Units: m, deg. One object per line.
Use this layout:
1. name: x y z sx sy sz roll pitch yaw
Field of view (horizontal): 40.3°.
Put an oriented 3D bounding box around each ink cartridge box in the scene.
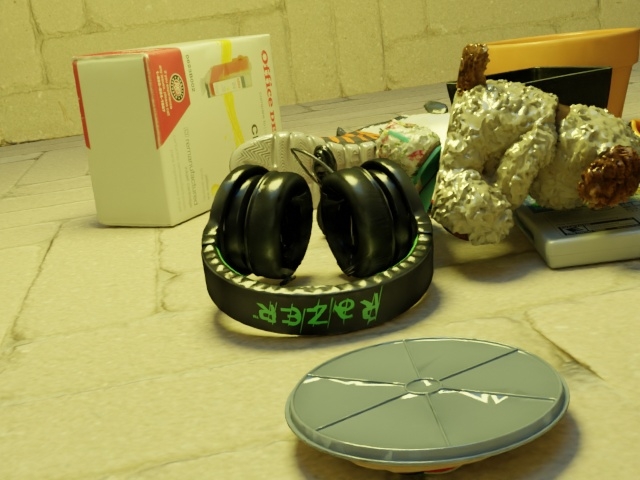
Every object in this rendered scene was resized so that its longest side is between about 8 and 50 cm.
1. ink cartridge box: -0.227 -0.207 1.532 0.160 0.279 0.385 1 17 27

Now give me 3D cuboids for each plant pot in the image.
1. plant pot: 0.330 -0.179 1.376 0.188 0.167 0.187 -12 15 -22
2. plant pot: 0.435 -0.274 1.607 0.291 0.203 0.291 -6 14 1

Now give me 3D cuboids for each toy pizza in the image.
1. toy pizza: 0.075 0.118 0.627 0.201 0.032 0.201 -6 14 1

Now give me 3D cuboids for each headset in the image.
1. headset: 0.000 0.000 1.001 0.243 0.185 0.394 -2 30 3

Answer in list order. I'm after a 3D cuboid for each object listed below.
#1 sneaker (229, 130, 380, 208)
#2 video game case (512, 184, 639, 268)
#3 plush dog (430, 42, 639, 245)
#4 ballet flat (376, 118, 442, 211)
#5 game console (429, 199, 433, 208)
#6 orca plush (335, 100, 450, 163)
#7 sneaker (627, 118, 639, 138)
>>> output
1. sneaker: 0.003 -0.121 1.455 0.321 0.124 0.180 1 9 -12
2. video game case: 0.410 -0.040 1.064 0.329 0.036 0.300 -7 15 4
3. plush dog: 0.258 -0.108 1.008 0.225 0.210 0.262 11 18 8
4. ballet flat: 0.107 -0.088 1.094 0.077 0.091 0.241 35 -15 13
5. game console: 0.087 -0.047 1.295 0.124 0.085 0.144 21 5 -22
6. orca plush: 0.173 -0.161 1.620 0.287 0.102 0.151 -14 57 16
7. sneaker: 0.534 -0.133 1.266 0.215 0.083 0.084 7 19 40
